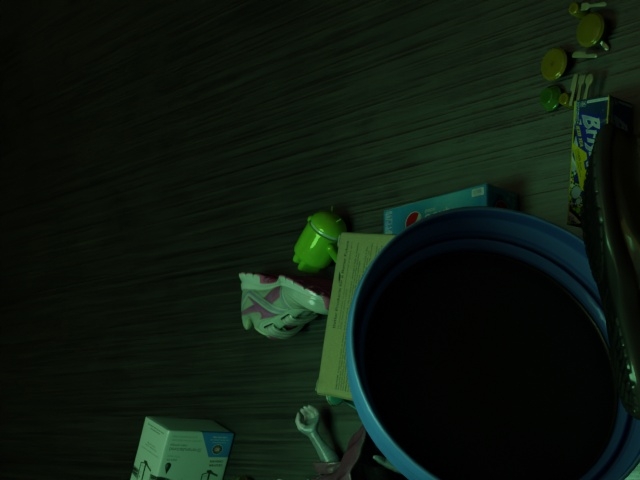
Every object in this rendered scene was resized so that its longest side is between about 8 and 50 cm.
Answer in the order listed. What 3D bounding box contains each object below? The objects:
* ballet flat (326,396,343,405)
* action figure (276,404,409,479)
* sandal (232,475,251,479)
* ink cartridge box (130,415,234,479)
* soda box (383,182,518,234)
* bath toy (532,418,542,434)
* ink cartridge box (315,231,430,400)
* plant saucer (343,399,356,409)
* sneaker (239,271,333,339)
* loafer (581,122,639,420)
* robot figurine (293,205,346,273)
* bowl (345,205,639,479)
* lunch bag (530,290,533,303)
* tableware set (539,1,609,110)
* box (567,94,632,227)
[{"bbox_3d":[0.027,0.206,1.809,0.041,0.041,0.114,-3,78,50],"label":"ballet flat"},{"bbox_3d":[0.033,0.398,1.715,0.276,0.248,0.370,46,142,-2],"label":"action figure"},{"bbox_3d":[-0.141,0.517,1.949,0.090,0.060,0.219,-20,52,40],"label":"sandal"},{"bbox_3d":[-0.256,0.426,2.032,0.086,0.148,0.203,18,96,49],"label":"ink cartridge box"},{"bbox_3d":[0.188,-0.026,1.665,0.210,0.071,0.067,-13,70,48],"label":"soda box"},{"bbox_3d":[0.268,0.376,1.431,0.129,0.151,0.348,15,90,13],"label":"bath toy"},{"bbox_3d":[0.099,0.111,1.553,0.193,0.088,0.234,4,84,53],"label":"ink cartridge box"},{"bbox_3d":[0.067,0.234,1.791,0.192,0.018,0.067,23,98,50],"label":"plant saucer"},{"bbox_3d":[-0.050,0.114,1.909,0.252,0.103,0.111,1,86,57],"label":"sneaker"},{"bbox_3d":[0.392,0.030,1.339,0.130,0.134,0.365,-6,68,3],"label":"loafer"},{"bbox_3d":[0.000,0.000,1.890,0.115,0.067,0.101,-60,34,21],"label":"robot figurine"},{"bbox_3d":[0.217,0.144,1.365,0.077,0.391,0.391,114,148,-59],"label":"bowl"},{"bbox_3d":[0.214,0.158,1.559,0.279,0.108,0.224,-43,50,36],"label":"lunch bag"},{"bbox_3d":[0.350,-0.254,1.566,0.104,0.024,0.154,12,91,54],"label":"tableware set"},{"bbox_3d":[0.365,-0.100,1.482,0.059,0.054,0.168,-4,78,50],"label":"box"}]
